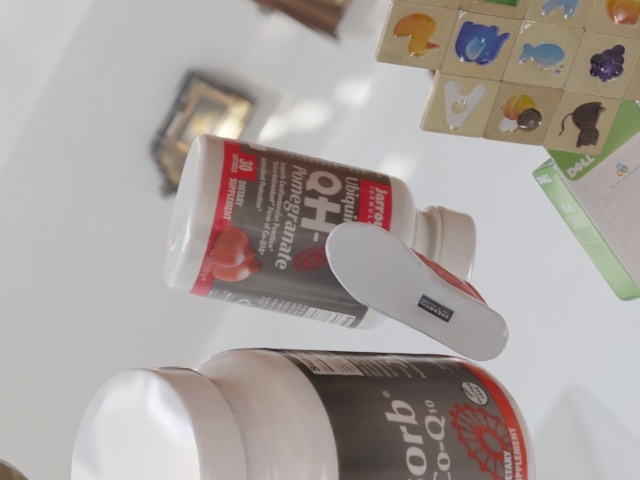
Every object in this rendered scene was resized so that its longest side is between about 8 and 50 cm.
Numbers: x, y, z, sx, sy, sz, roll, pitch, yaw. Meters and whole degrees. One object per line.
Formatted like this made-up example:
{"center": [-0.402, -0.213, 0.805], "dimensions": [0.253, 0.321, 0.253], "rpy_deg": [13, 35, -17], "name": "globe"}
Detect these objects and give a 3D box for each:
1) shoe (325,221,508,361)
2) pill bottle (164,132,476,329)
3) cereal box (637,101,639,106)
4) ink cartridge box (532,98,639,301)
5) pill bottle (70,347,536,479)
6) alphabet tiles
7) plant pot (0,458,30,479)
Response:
{"center": [0.079, 0.042, 1.461], "dimensions": [0.178, 0.063, 0.081], "rpy_deg": [33, -177, -6], "name": "shoe"}
{"center": [0.000, 0.000, 1.857], "dimensions": [0.318, 0.176, 0.176], "rpy_deg": [12, -163, -11], "name": "pill bottle"}
{"center": [0.448, -0.176, 1.749], "dimensions": [0.173, 0.240, 0.047], "rpy_deg": [30, -177, -4], "name": "cereal box"}
{"center": [0.276, -0.059, 1.607], "dimensions": [0.209, 0.109, 0.062], "rpy_deg": [54, 165, -4], "name": "ink cartridge box"}
{"center": [-0.010, 0.194, 1.400], "dimensions": [0.363, 0.210, 0.210], "rpy_deg": [5, -152, -43], "name": "pill bottle"}
{"center": [0.206, -0.227, 1.374], "dimensions": [0.285, 0.342, 0.011], "rpy_deg": [6, -149, -19], "name": "alphabet tiles"}
{"center": [-0.316, 0.368, 1.547], "dimensions": [0.284, 0.191, 0.284], "rpy_deg": [61, -179, -2], "name": "plant pot"}
